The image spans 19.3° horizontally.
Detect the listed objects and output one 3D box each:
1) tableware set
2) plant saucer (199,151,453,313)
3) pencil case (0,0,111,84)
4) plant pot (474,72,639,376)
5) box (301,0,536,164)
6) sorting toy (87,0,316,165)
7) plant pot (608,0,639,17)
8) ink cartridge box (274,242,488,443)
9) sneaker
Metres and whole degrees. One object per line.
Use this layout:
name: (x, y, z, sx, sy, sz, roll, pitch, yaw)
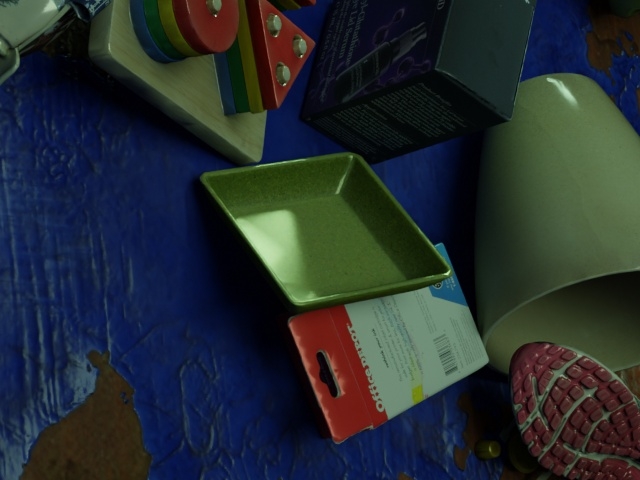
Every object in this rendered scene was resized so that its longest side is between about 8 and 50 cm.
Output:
tableware set: (0.214, 0.265, 1.978, 0.104, 0.024, 0.154, -45, 109, -36)
plant saucer: (0.000, 0.000, 1.790, 0.188, 0.045, 0.188, -10, 47, -34)
pencil case: (-0.350, -0.321, 1.550, 0.410, 0.160, 0.183, 50, 19, -20)
plant pot: (0.266, -0.028, 1.981, 0.256, 0.256, 0.274, 14, 53, -38)
box: (0.098, -0.183, 1.876, 0.108, 0.207, 0.153, 31, 59, -31)
sorting toy: (-0.091, -0.237, 1.751, 0.257, 0.089, 0.255, 35, 55, -53)
plant pot: (0.402, -0.402, 2.193, 0.276, 0.276, 0.253, -25, 107, -42)
ink cartridge box: (0.047, 0.104, 1.837, 0.231, 0.078, 0.134, -23, 93, -42)
sneaker: (0.285, 0.199, 1.987, 0.121, 0.112, 0.299, -43, 127, 5)
